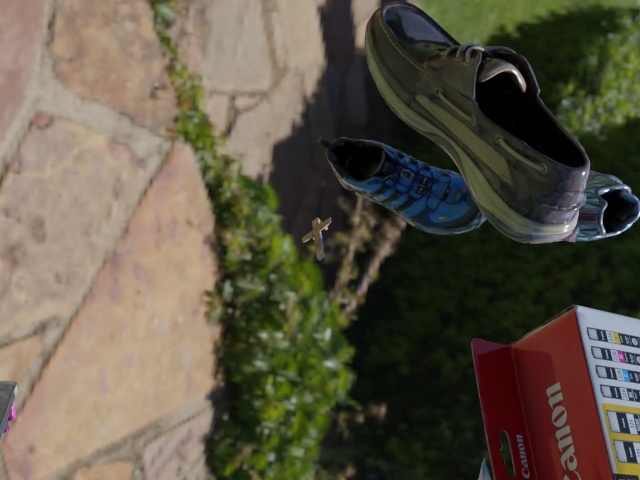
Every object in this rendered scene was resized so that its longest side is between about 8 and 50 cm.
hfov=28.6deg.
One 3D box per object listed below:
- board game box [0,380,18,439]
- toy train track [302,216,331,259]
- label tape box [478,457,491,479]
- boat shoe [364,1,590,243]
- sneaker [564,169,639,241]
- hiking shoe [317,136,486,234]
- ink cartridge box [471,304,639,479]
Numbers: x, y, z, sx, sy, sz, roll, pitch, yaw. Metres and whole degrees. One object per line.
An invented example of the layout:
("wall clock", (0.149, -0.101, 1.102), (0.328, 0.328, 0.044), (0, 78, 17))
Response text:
("board game box", (-0.540, 0.245, 1.354), (0.390, 0.390, 0.050), (-131, -144, -78))
("toy train track", (0.000, 0.000, 1.606), (0.014, 0.048, 0.083), (43, 21, -28))
("label tape box", (0.175, 0.468, 1.499), (0.333, 0.106, 0.240), (-106, -162, -48))
("boat shoe", (0.184, -0.159, 1.399), (0.132, 0.355, 0.130), (-18, 149, -38))
("sneaker", (0.398, -0.038, 1.776), (0.262, 0.125, 0.104), (-19, 111, -56))
("hiking shoe", (0.139, -0.091, 2.103), (0.132, 0.304, 0.113), (31, 79, -61))
("ink cartridge box", (0.341, 0.249, 1.506), (0.272, 0.130, 0.309), (12, 56, -32))
